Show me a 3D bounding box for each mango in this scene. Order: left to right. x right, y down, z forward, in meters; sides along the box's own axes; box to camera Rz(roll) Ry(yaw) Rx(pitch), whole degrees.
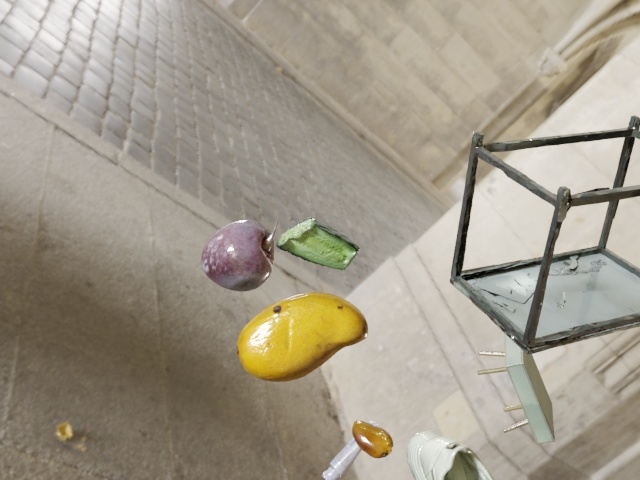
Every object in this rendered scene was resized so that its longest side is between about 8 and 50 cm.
[{"bbox_3d":[-0.044,0.211,1.497,0.120,0.295,0.177,88,-20,-83],"label":"mango"},{"bbox_3d":[0.135,0.521,1.757,0.127,0.077,0.063,27,-12,30],"label":"mango"}]

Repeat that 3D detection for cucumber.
[{"bbox_3d":[0.000,0.000,1.708,0.193,0.115,0.086,27,31,-8],"label":"cucumber"}]

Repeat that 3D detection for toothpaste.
[{"bbox_3d":[0.096,0.663,2.107,0.057,0.234,0.089,42,-15,-7],"label":"toothpaste"}]

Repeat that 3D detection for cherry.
[{"bbox_3d":[-0.229,0.043,1.943,0.183,0.266,0.213,51,33,-39],"label":"cherry"}]

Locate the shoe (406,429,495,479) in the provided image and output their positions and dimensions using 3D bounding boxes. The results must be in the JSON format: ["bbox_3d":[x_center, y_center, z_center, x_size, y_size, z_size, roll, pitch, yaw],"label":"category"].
[{"bbox_3d":[0.314,0.562,1.400,0.342,0.132,0.210,62,-19,7],"label":"shoe"}]

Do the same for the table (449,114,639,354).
[{"bbox_3d":[0.421,-0.023,1.057,0.335,0.272,0.222,-9,31,-20],"label":"table"}]

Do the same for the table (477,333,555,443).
[{"bbox_3d":[0.443,0.337,1.522,0.240,0.111,0.121,63,26,-23],"label":"table"}]
